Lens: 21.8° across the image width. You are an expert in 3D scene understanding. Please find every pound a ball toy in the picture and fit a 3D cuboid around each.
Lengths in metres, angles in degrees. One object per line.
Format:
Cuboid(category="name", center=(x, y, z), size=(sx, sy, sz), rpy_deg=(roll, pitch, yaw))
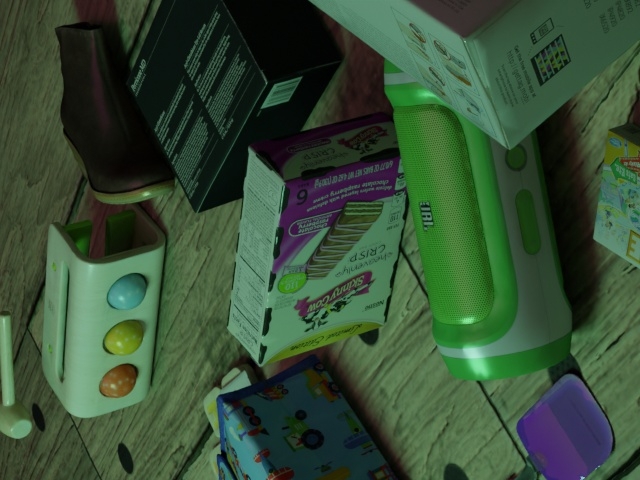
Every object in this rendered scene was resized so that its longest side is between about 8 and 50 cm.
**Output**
Cuboid(category="pound a ball toy", center=(-0.316, 0.128, 2.179), size=(0.136, 0.208, 0.319), rpy_deg=(47, 140, 38))

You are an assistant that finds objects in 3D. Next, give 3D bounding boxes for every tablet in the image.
Cuboid(category="tablet", center=(-0.097, 0.194, 2.012), size=(0.083, 0.006, 0.054), rpy_deg=(-42, 68, 54))

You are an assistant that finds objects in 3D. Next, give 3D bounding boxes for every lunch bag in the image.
Cuboid(category="lunch bag", center=(-0.030, 0.310, 1.890), size=(0.221, 0.138, 0.293), rpy_deg=(56, 151, 25))

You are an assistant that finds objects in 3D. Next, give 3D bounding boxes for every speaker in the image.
Cuboid(category="speaker", center=(0.137, -0.035, 1.438), size=(0.131, 0.131, 0.296), rpy_deg=(3, 107, 58))

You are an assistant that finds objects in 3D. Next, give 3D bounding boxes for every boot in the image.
Cuboid(category="boot", center=(-0.267, -0.161, 2.068), size=(0.248, 0.090, 0.207), rpy_deg=(23, 126, 57))

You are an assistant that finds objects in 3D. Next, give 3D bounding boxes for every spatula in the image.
Cuboid(category="spatula", center=(0.190, 0.232, 1.577), size=(0.084, 0.030, 0.296), rpy_deg=(57, 146, 21))

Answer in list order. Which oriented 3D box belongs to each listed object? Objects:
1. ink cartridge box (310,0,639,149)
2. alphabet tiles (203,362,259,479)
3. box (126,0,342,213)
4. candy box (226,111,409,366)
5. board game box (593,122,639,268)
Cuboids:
Cuboid(category="ink cartridge box", center=(0.133, -0.261, 1.280), size=(0.309, 0.272, 0.130), rpy_deg=(43, 169, 41))
Cuboid(category="alphabet tiles", center=(-0.062, 0.298, 2.034), size=(0.284, 0.021, 0.278), rpy_deg=(65, 149, 13))
Cuboid(category="box", center=(-0.099, -0.180, 1.774), size=(0.184, 0.103, 0.261), rpy_deg=(59, 148, 17))
Cuboid(category="candy box", center=(0.000, 0.000, 1.646), size=(0.071, 0.159, 0.233), rpy_deg=(47, 142, 38))
Cuboid(category="board game box", center=(0.282, -0.015, 1.306), size=(0.154, 0.026, 0.103), rpy_deg=(37, 135, 45))
